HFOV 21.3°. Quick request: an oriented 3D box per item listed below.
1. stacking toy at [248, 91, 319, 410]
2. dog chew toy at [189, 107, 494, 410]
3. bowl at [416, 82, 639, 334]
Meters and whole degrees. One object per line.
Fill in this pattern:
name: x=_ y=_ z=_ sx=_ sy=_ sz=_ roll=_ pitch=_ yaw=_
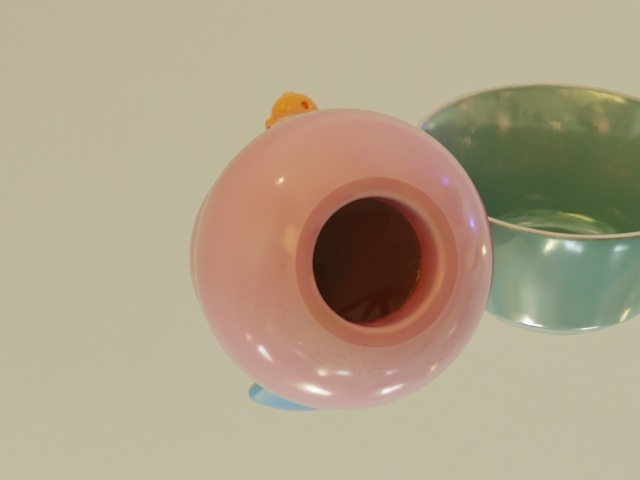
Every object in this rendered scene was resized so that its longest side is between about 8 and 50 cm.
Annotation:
stacking toy: x=0.000 y=0.000 z=1.612 sx=0.175 sy=0.302 sz=0.166 roll=-5 pitch=-17 yaw=-31
dog chew toy: x=-0.005 y=0.011 z=1.240 sx=0.207 sy=0.332 sz=0.206 roll=0 pitch=-89 yaw=-15
bowl: x=0.240 y=-0.020 z=1.724 sx=0.311 sy=0.311 sz=0.163 roll=-10 pitch=-54 yaw=-18
